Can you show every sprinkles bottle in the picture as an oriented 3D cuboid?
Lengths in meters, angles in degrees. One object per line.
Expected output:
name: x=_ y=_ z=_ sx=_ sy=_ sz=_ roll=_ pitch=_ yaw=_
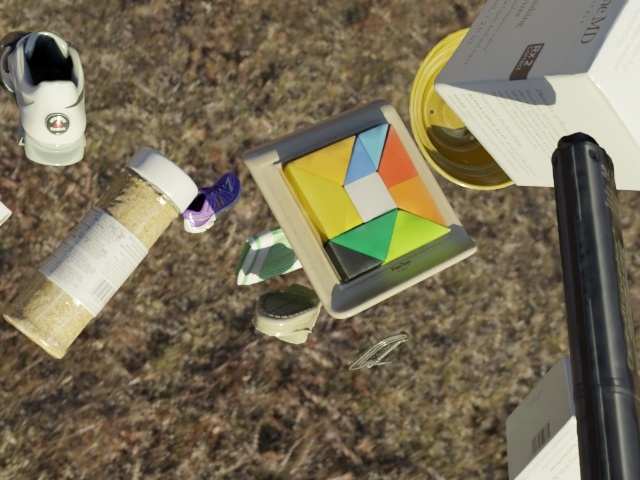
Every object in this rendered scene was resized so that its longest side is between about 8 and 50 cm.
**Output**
sprinkles bottle: x=-0.350 y=0.016 z=1.690 sx=0.121 sy=0.121 sz=0.355 roll=40 pitch=77 yaw=-7

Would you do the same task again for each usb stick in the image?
usb stick: x=0.197 y=0.056 z=0.747 sx=0.077 sy=0.045 sz=0.278 roll=36 pitch=48 yaw=-52

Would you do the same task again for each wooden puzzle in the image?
wooden puzzle: x=0.051 y=-0.049 z=1.268 sx=0.221 sy=0.044 sz=0.239 roll=-25 pitch=76 yaw=-27

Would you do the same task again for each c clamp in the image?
c clamp: x=0.123 y=0.221 z=2.120 sx=0.137 sy=0.161 sz=0.022 roll=-11 pitch=65 yaw=-35

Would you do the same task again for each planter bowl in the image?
planter bowl: x=0.205 y=-0.177 z=1.436 sx=0.217 sy=0.090 sz=0.217 roll=-1 pitch=93 yaw=-18

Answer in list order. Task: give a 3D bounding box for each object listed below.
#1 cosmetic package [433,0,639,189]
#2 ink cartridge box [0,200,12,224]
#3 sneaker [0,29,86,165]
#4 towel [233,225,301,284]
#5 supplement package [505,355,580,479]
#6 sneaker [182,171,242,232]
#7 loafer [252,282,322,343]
cosmetic package: x=0.235 y=-0.148 z=0.940 sx=0.151 sy=0.183 sz=0.151 roll=44 pitch=68 yaw=-30
ink cartridge box: x=-0.593 y=-0.151 z=1.491 sx=0.371 sy=0.176 sz=0.069 roll=46 pitch=78 yaw=-15
sneaker: x=-0.403 y=-0.256 z=1.546 sx=0.122 sy=0.146 sz=0.330 roll=-6 pitch=38 yaw=-26
towel: x=0.000 y=0.000 z=2.042 sx=0.324 sy=0.248 sz=0.038 roll=-14 pitch=73 yaw=-16
supplement package: x=0.483 y=0.366 z=1.774 sx=0.293 sy=0.177 sz=0.175 roll=29 pitch=28 yaw=-9
sneaker: x=-0.217 y=-0.086 z=2.119 sx=0.068 sy=0.071 sz=0.170 roll=14 pitch=46 yaw=26
loafer: x=-0.054 y=0.145 z=1.934 sx=0.102 sy=0.092 sz=0.268 roll=17 pitch=10 yaw=15
